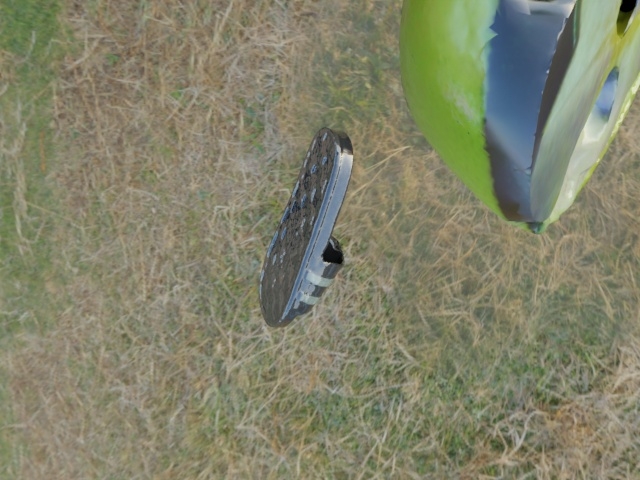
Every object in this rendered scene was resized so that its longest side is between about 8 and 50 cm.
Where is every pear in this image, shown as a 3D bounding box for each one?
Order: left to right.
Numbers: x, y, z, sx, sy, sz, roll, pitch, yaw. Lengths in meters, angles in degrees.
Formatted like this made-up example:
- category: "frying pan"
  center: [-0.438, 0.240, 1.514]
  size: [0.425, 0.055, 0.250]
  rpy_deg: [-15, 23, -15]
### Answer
- category: "pear"
  center: [0.190, -0.215, 0.527]
  size: [0.165, 0.399, 0.398]
  rpy_deg: [24, 110, 31]

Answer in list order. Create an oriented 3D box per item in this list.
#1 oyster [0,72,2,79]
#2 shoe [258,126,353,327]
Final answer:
- category: "oyster"
  center: [-0.574, -0.191, 0.968]
  size: [0.223, 0.083, 0.214]
  rpy_deg: [-49, 55, 12]
- category: "shoe"
  center: [0.000, 0.000, 0.461]
  size: [0.049, 0.071, 0.179]
  rpy_deg: [7, 124, -24]
